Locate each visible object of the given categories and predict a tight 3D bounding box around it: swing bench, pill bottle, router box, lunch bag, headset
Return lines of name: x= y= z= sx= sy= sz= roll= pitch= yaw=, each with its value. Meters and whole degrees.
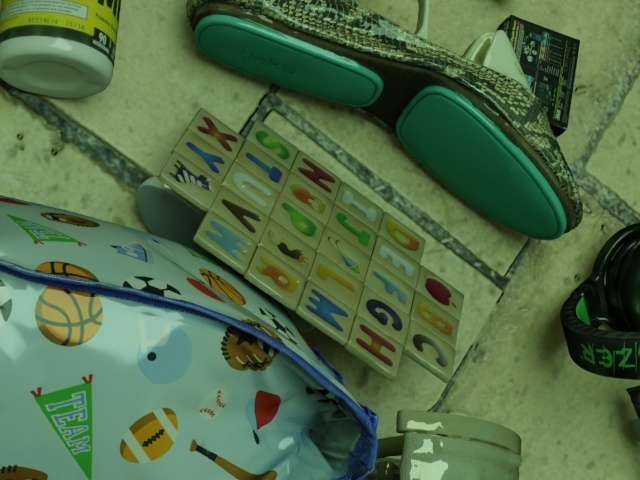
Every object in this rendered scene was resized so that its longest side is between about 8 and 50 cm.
swing bench: x=0.098 y=0.310 z=1.388 sx=0.165 sy=0.255 sz=0.253 roll=10 pitch=71 yaw=-19
pill bottle: x=-0.257 y=-0.259 z=1.498 sx=0.119 sy=0.119 sz=0.208 roll=10 pitch=71 yaw=-19
router box: x=0.243 y=-0.187 z=1.717 sx=0.092 sy=0.038 sz=0.122 roll=18 pitch=68 yaw=-16
lunch bag: x=-0.167 y=0.111 z=1.286 sx=0.386 sy=0.328 sz=0.238 roll=11 pitch=100 yaw=-18
headset: x=0.429 y=0.070 z=1.625 sx=0.394 sy=0.243 sz=0.185 roll=-33 pitch=113 yaw=-43

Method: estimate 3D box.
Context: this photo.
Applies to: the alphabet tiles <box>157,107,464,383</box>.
alphabet tiles: x=0.000 y=0.000 z=1.484 sx=0.342 sy=0.011 sz=0.285 roll=36 pitch=26 yaw=-8

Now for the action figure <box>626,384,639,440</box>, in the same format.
action figure: x=0.401 y=0.290 z=1.603 sx=0.185 sy=0.099 sz=0.285 roll=-7 pitch=81 yaw=-32

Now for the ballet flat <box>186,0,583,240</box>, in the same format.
ballet flat: x=0.095 y=-0.188 z=1.596 sx=0.483 sy=0.164 sz=0.182 roll=29 pitch=64 yaw=-8

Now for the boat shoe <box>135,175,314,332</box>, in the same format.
boat shoe: x=-0.081 y=0.000 z=1.516 sx=0.228 sy=0.080 sz=0.076 roll=35 pitch=48 yaw=-5
